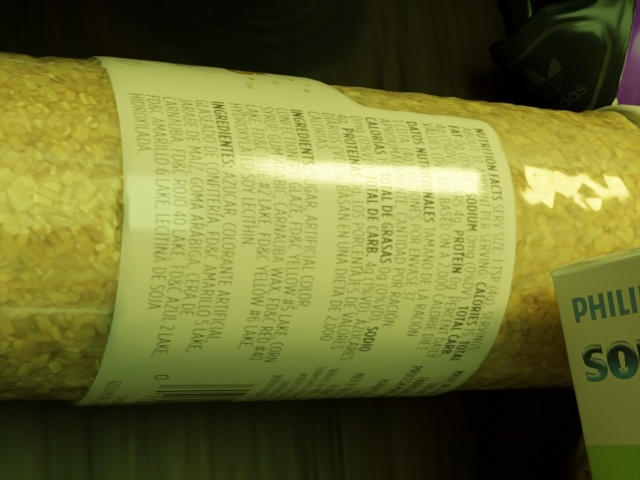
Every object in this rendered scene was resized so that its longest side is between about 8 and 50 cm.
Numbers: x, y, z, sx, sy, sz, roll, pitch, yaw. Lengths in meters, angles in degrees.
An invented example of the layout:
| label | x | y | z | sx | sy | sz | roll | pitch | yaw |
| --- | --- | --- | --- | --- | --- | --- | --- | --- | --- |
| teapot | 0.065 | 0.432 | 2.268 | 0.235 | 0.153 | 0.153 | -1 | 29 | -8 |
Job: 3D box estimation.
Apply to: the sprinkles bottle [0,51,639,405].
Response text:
| label | x | y | z | sx | sy | sz | roll | pitch | yaw |
| --- | --- | --- | --- | --- | --- | --- | --- | --- | --- |
| sprinkles bottle | 0.000 | 0.000 | 0.407 | 0.355 | 0.121 | 0.121 | 2 | 71 | -25 |

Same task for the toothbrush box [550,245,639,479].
| label | x | y | z | sx | sy | sz | roll | pitch | yaw |
| --- | --- | --- | --- | --- | --- | --- | --- | --- | --- |
| toothbrush box | 0.213 | 0.126 | 0.351 | 0.206 | 0.122 | 0.283 | -8 | 85 | -28 |

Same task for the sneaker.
| label | x | y | z | sx | sy | sz | roll | pitch | yaw |
| --- | --- | --- | --- | --- | --- | --- | --- | --- | --- |
| sneaker | 0.148 | -0.184 | 0.557 | 0.146 | 0.102 | 0.293 | 21 | 64 | -17 |
